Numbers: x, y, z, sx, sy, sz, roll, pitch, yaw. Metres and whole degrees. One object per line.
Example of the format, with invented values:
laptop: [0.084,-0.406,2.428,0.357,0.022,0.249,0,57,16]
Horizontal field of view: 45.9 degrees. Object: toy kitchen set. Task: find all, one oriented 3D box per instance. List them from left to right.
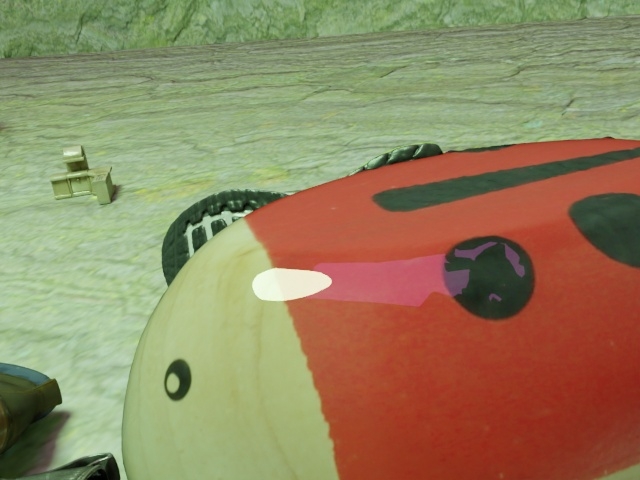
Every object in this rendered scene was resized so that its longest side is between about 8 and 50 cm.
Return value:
toy kitchen set: [-0.329,-0.088,1.025,0.083,0.068,0.075,-10,22,-5]

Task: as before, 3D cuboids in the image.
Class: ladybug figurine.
ladybug figurine: [0.098,0.040,0.463,0.450,0.161,0.305,-13,23,-15]

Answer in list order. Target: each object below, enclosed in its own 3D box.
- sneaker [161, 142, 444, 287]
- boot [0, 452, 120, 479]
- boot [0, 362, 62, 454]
sneaker: [0.000,0.000,0.692,0.300,0.111,0.121,-11,-10,11]
boot: [-0.222,0.176,0.326,0.229,0.091,0.263,-6,20,6]
boot: [-0.289,0.129,0.516,0.219,0.082,0.106,-6,0,13]
